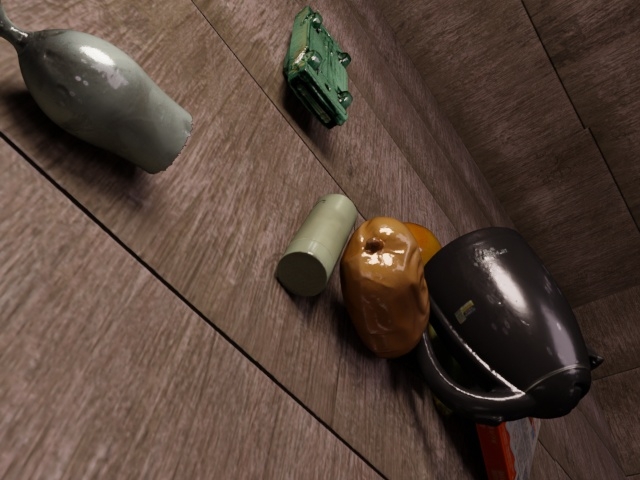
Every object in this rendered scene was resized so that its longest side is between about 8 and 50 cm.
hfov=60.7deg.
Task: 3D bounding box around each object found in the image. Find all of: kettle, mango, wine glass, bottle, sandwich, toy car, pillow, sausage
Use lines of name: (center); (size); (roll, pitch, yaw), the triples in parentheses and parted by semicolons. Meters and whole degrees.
kettle: (0.275, 0.154, 0.868); (0.207, 0.268, 0.290); (84, -12, -48)
mango: (0.188, 0.042, 1.049); (0.253, 0.113, 0.138); (27, 43, -53)
wine glass: (-0.216, -0.143, 0.500); (0.202, 0.093, 0.093); (38, 35, -42)
bottle: (0.000, 0.000, 0.787); (0.072, 0.072, 0.201); (56, 26, -14)
sandwich: (0.255, 0.229, 1.062); (0.245, 0.063, 0.212); (20, 44, -55)
toy car: (-0.006, -0.340, 1.076); (0.141, 0.097, 0.320); (46, 29, -32)
pillow: (0.154, 0.164, 0.942); (0.090, 0.048, 0.150); (50, 30, -29)
sausage: (0.094, 0.071, 0.795); (0.136, 0.120, 0.241); (-85, 163, -45)

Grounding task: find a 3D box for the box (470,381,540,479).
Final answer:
box: (0.355, 0.320, 1.028); (0.265, 0.048, 0.273); (-39, 117, -52)
